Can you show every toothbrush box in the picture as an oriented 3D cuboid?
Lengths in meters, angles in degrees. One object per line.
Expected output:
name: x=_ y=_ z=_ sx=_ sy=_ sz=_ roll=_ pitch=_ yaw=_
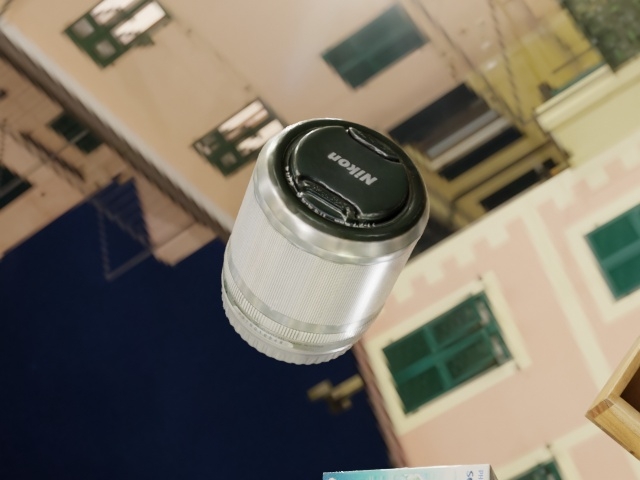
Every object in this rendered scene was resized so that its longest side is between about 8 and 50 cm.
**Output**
toothbrush box: x=0.169 y=0.484 z=2.213 sx=0.216 sy=0.296 sz=0.126 roll=61 pitch=-153 yaw=-51

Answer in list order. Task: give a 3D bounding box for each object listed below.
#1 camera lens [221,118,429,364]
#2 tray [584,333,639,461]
camera lens: x=0.000 y=0.000 z=1.642 sx=0.219 sy=0.274 sz=0.219 roll=11 pitch=-132 yaw=-12
tray: x=0.530 y=0.137 z=1.677 sx=0.203 sy=0.076 sz=0.411 roll=40 pitch=-120 yaw=6
